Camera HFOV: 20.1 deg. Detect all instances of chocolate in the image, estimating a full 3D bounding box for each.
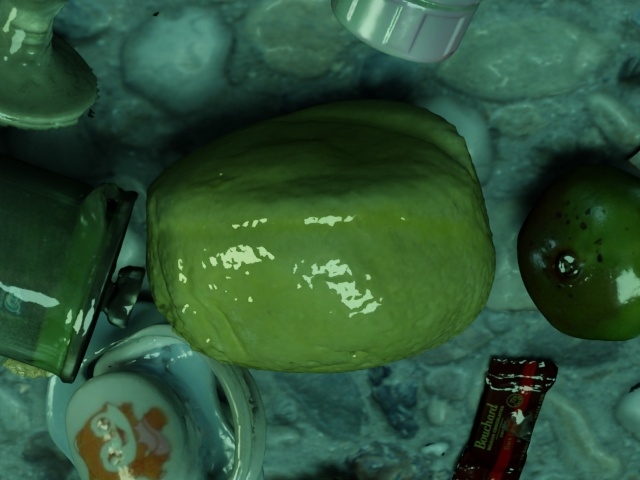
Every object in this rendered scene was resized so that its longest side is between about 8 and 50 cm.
[{"bbox_3d":[0.206,0.205,2.012,0.086,0.028,0.182,9,124,-13],"label":"chocolate"}]

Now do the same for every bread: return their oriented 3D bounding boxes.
[{"bbox_3d":[0.003,0.011,1.671,0.321,0.320,0.237,-14,106,0],"label":"bread"}]

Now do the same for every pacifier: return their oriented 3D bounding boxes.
[{"bbox_3d":[-0.139,0.202,1.852,0.244,0.299,0.233,-28,166,18],"label":"pacifier"}]

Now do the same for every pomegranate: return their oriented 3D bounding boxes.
[{"bbox_3d":[0.301,0.012,1.823,0.210,0.180,0.180,-2,132,-46],"label":"pomegranate"}]

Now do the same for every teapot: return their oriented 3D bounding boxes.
[{"bbox_3d":[-0.333,0.022,1.629,0.337,0.200,0.270,19,121,-4],"label":"teapot"}]

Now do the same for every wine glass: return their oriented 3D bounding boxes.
[{"bbox_3d":[-0.214,-0.273,1.506,0.190,0.190,0.357,17,124,-21],"label":"wine glass"}]

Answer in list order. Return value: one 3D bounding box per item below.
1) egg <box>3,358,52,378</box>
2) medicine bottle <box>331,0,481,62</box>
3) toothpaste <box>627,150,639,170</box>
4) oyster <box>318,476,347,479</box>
[{"bbox_3d":[-0.291,0.068,1.772,0.118,0.116,0.140,-22,98,25],"label":"egg"},{"bbox_3d":[0.094,-0.257,1.600,0.135,0.135,0.168,13,121,-18],"label":"medicine bottle"},{"bbox_3d":[0.394,-0.044,1.871,0.048,0.031,0.190,-41,119,21],"label":"toothpaste"},{"bbox_3d":[-0.022,0.306,2.027,0.166,0.053,0.108,-16,145,-7],"label":"oyster"}]
